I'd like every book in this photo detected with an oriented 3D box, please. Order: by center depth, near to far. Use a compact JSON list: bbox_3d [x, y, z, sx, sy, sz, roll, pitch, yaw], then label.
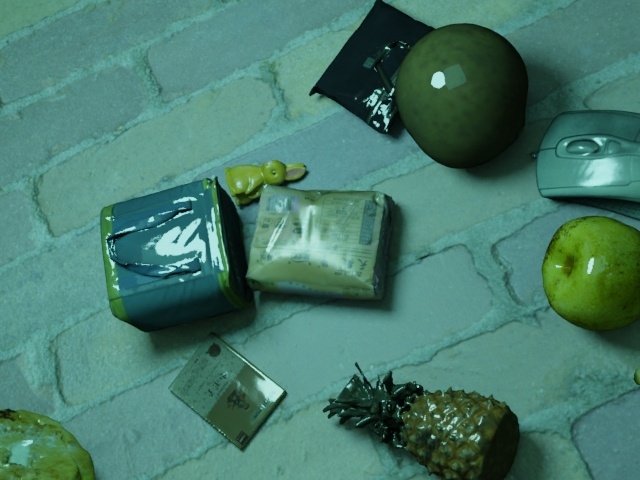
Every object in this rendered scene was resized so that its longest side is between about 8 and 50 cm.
[{"bbox_3d":[-0.179,0.281,1.881,0.199,0.016,0.138,35,83,24],"label":"book"}]

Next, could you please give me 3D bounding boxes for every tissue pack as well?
[{"bbox_3d":[0.000,0.000,1.876,0.257,0.123,0.215,3,73,18],"label":"tissue pack"}]

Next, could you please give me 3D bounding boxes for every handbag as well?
[{"bbox_3d":[-0.273,0.030,1.894,0.241,0.222,0.263,-12,68,7],"label":"handbag"},{"bbox_3d":[0.125,-0.351,1.990,0.211,0.088,0.254,32,82,30],"label":"handbag"}]

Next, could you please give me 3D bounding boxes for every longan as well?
[{"bbox_3d":[0.263,-0.268,1.833,0.258,0.258,0.258,-6,69,15],"label":"longan"}]

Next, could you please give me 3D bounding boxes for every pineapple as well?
[{"bbox_3d":[0.161,0.308,1.709,0.340,0.169,0.169,14,74,32],"label":"pineapple"}]

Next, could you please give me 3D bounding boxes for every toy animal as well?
[{"bbox_3d":[-0.110,-0.134,1.992,0.159,0.070,0.083,-18,64,4],"label":"toy animal"}]

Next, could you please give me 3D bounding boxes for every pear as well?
[{"bbox_3d":[0.480,0.056,1.682,0.197,0.197,0.197,-6,69,15],"label":"pear"}]

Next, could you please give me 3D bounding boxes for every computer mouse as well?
[{"bbox_3d":[0.552,-0.141,1.771,0.371,0.122,0.188,10,73,23],"label":"computer mouse"}]

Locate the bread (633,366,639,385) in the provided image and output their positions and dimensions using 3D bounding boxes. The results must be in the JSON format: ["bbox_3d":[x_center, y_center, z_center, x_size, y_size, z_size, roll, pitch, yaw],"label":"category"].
[{"bbox_3d":[0.638,0.268,1.555,0.236,0.198,0.263,-25,63,14],"label":"bread"}]

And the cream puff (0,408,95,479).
[{"bbox_3d":[-0.585,0.479,1.815,0.324,0.291,0.257,18,106,7],"label":"cream puff"}]
